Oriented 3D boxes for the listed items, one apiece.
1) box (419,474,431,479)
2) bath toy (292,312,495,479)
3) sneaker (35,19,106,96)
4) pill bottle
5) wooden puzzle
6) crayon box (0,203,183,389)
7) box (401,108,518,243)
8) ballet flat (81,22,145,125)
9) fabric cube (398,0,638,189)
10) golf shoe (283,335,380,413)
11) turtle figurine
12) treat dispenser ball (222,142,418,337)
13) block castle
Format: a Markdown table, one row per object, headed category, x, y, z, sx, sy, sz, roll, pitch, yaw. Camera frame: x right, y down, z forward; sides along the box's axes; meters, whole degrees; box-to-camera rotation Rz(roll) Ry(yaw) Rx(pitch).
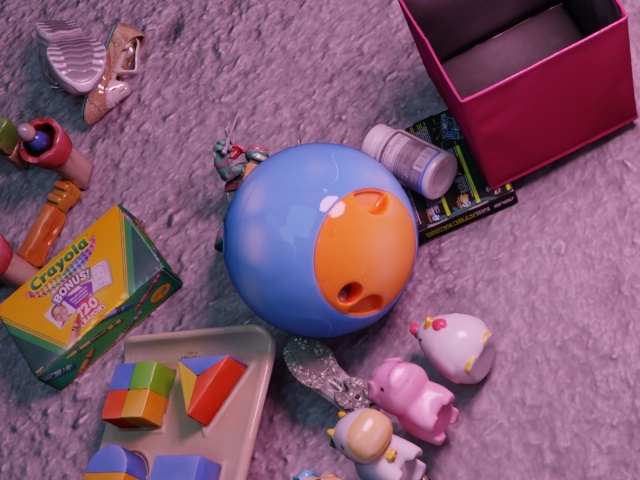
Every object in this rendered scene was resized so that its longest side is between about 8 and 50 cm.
| category | x | y | z | sx | sy | sz | roll | pitch | yaw |
| --- | --- | --- | --- | --- | --- | --- | --- | --- | --- |
| box | 0.149 | 0.412 | 1.707 | 0.059 | 0.054 | 0.169 | -25 | 59 | 11 |
| bath toy | 0.110 | 0.231 | 1.718 | 0.129 | 0.151 | 0.348 | 23 | 60 | 31 |
| sneaker | -0.445 | -0.309 | 2.229 | 0.105 | 0.115 | 0.281 | -7 | 28 | -18 |
| pill bottle | 0.134 | -0.123 | 1.892 | 0.137 | 0.078 | 0.078 | 31 | 81 | 33 |
| wooden puzzle | -0.233 | 0.296 | 1.858 | 0.322 | 0.080 | 0.348 | -8 | 62 | 38 |
| crayon box | -0.386 | 0.094 | 2.065 | 0.278 | 0.081 | 0.165 | -41 | 58 | 2 |
| box | 0.192 | -0.109 | 1.933 | 0.184 | 0.045 | 0.191 | -23 | 59 | 9 |
| ballet flat | -0.371 | -0.301 | 2.249 | 0.067 | 0.073 | 0.206 | 13 | 76 | 13 |
| fabric cube | 0.287 | -0.281 | 1.806 | 0.254 | 0.258 | 0.259 | -28 | 59 | 5 |
| golf shoe | 0.016 | 0.213 | 1.833 | 0.069 | 0.086 | 0.176 | -44 | 64 | -15 |
| turtle figurine | -0.105 | -0.084 | 2.011 | 0.175 | 0.118 | 0.234 | 12 | 69 | -16 |
| treat dispenser ball | 0.000 | 0.000 | 1.820 | 0.288 | 0.288 | 0.288 | -9 | 64 | 19 |
| block castle | -0.659 | -0.111 | 2.199 | 0.453 | 0.213 | 0.303 | 20 | 76 | 29 |
